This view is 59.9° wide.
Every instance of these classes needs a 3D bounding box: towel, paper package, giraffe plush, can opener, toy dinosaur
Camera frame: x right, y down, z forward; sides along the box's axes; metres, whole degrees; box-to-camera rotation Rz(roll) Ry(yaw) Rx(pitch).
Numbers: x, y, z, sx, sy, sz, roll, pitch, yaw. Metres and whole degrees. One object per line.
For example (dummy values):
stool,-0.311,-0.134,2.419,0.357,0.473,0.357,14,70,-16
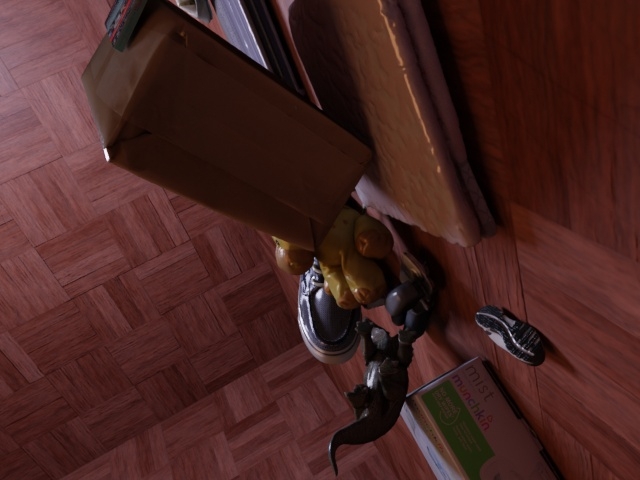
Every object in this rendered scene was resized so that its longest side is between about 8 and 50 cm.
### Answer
towel,0.071,-0.165,0.687,0.317,0.053,0.332,65,170,-20
paper package,-0.134,-0.168,0.744,0.309,0.168,0.325,26,-165,-38
giraffe plush,0.000,0.000,0.887,0.181,0.170,0.210,-27,60,59
can opener,0.143,0.105,0.933,0.074,0.093,0.280,56,172,25
toy dinosaur,0.097,0.231,0.872,0.314,0.120,0.160,-76,-24,-44

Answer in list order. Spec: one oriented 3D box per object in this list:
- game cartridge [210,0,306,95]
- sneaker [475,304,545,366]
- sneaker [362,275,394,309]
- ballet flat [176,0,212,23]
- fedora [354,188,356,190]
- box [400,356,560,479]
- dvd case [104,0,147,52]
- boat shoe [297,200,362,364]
game cartridge,-0.128,-0.385,1.060,0.355,0.068,0.230,67,172,-22
sneaker,0.236,0.119,0.674,0.044,0.040,0.109,50,180,-30
sneaker,0.108,0.088,1.107,0.170,0.071,0.068,-106,16,-65
ballet flat,-0.254,-0.484,1.068,0.072,0.068,0.213,61,169,6
fedora,-0.012,-0.134,0.975,0.194,0.194,0.079,150,128,-79
box,0.252,0.340,0.890,0.262,0.126,0.231,60,171,16
dvd case,-0.219,-0.270,0.632,0.013,0.087,0.119,21,-160,-36
boat shoe,0.011,0.049,1.047,0.158,0.127,0.341,84,180,-49
